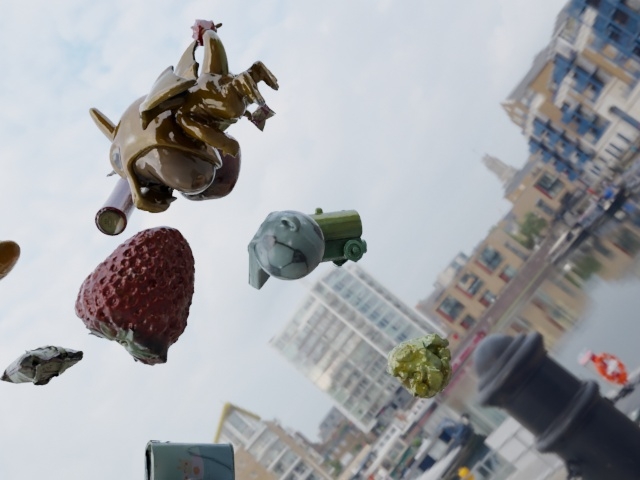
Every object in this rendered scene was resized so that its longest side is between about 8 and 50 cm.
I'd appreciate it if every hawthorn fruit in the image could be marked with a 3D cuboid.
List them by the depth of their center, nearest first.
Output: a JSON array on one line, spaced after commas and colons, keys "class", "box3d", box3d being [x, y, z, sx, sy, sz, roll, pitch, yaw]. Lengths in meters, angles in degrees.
[{"class": "hawthorn fruit", "box3d": [-0.295, -0.211, 1.874, 0.251, 0.190, 0.189, -74, 10, -51]}]

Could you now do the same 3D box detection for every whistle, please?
[{"class": "whistle", "box3d": [-0.070, 0.028, 1.552, 0.163, 0.163, 0.289, -44, -19, -26]}]

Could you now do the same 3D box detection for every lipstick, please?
[{"class": "lipstick", "box3d": [-0.500, -0.090, 1.807, 0.080, 0.080, 0.241, -56, 15, 20]}]

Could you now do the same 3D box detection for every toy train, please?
[{"class": "toy train", "box3d": [-0.004, 0.000, 2.194, 0.307, 0.189, 0.126, -7, -14, -26]}]

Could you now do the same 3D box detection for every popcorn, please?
[{"class": "popcorn", "box3d": [0.287, 0.365, 2.062, 0.187, 0.185, 0.167, 2, -36, -40]}]

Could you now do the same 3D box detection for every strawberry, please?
[{"class": "strawberry", "box3d": [-0.468, 0.138, 1.870, 0.291, 0.292, 0.310, 110, 178, -54]}]

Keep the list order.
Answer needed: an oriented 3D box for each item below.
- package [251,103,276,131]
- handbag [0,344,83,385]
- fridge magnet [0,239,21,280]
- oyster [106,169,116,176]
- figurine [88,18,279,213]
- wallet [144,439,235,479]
[{"class": "package", "box3d": [-0.159, -0.343, 1.975, 0.029, 0.059, 0.083, -18, 34, 52]}, {"class": "handbag", "box3d": [-0.910, 0.409, 2.350, 0.213, 0.127, 0.235, -8, -8, -40]}, {"class": "fridge magnet", "box3d": [-0.775, 0.053, 1.705, 0.143, 0.063, 0.143, -47, -14, -16]}, {"class": "oyster", "box3d": [-0.600, -0.209, 2.155, 0.083, 0.019, 0.054, -13, 19, 18]}, {"class": "figurine", "box3d": [-0.292, -0.279, 1.577, 0.387, 0.268, 0.401, -33, 34, 22]}, {"class": "wallet", "box3d": [-0.342, 0.618, 1.897, 0.250, 0.176, 0.075, 14, -30, -38]}]
